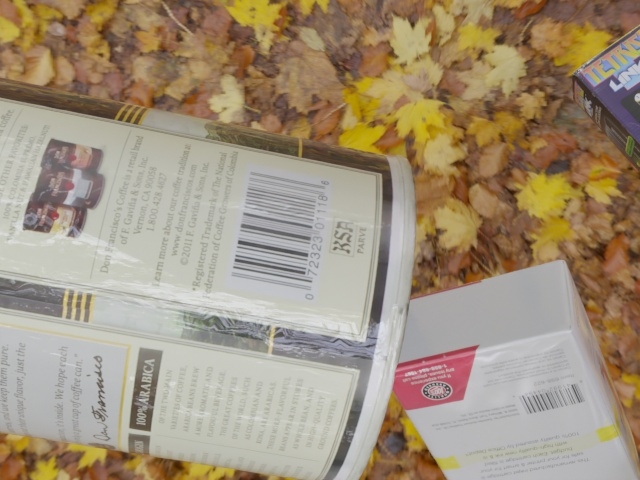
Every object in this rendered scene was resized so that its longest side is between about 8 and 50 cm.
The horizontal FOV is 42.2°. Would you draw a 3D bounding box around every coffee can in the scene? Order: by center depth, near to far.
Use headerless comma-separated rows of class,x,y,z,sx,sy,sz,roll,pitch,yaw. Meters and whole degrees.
coffee can,-0.104,0.023,0.482,0.275,0.201,0.202,11,101,-6

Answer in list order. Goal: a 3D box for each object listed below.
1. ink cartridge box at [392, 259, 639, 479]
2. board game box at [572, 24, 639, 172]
ink cartridge box,0.301,0.248,1.274,0.279,0.160,0.385,-17,122,22
board game box,0.287,-0.108,0.573,0.170,0.048,0.141,-34,63,5
